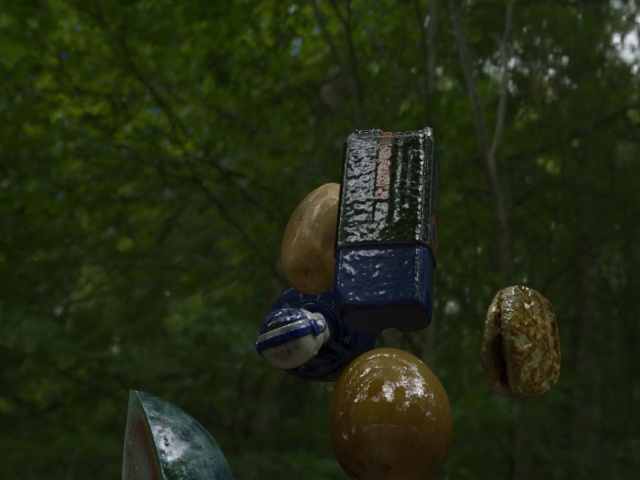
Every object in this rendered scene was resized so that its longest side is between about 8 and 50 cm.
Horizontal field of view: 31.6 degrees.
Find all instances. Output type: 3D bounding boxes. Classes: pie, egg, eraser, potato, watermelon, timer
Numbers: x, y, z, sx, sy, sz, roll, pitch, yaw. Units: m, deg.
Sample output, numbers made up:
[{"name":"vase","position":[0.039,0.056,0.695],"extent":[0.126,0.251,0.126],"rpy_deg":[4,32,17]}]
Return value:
[{"name":"pie","position":[0.350,0.179,1.984],"extent":[0.084,0.178,0.205],"rpy_deg":[-3,-82,41]},{"name":"egg","position":[0.138,0.353,2.251],"extent":[0.250,0.322,0.250],"rpy_deg":[0,-55,-1]},{"name":"eraser","position":[0.100,-0.024,1.741],"extent":[0.154,0.332,0.102],"rpy_deg":[-3,-32,14]},{"name":"potato","position":[0.000,0.000,2.141],"extent":[0.150,0.234,0.146],"rpy_deg":[38,-32,-17]},{"name":"watermelon","position":[-0.283,0.395,1.945],"extent":[0.213,0.290,0.320],"rpy_deg":[-34,-9,16]},{"name":"timer","position":[-0.036,0.218,2.671],"extent":[0.270,0.271,0.383],"rpy_deg":[7,1,16]}]
